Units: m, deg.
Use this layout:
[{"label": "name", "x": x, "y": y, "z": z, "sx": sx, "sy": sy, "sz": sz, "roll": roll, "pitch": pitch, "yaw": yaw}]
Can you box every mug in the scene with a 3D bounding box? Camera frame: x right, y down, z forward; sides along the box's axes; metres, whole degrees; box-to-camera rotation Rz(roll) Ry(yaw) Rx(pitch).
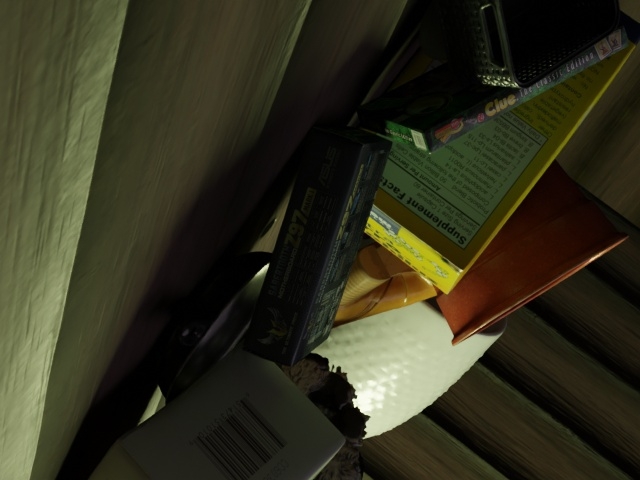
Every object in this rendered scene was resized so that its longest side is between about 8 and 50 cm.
[{"label": "mug", "x": 0.094, "y": 0.136, "z": 2.301, "sx": 0.328, "sy": 0.276, "sz": 0.374, "roll": -50, "pitch": -154, "yaw": 25}]

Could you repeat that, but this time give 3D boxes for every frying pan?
[{"label": "frying pan", "x": -0.126, "y": 0.100, "z": 1.344, "sx": 0.197, "sy": 0.053, "sz": 0.326, "roll": -57, "pitch": 171, "yaw": 22}]

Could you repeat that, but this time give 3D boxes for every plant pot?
[{"label": "plant pot", "x": 0.221, "y": -0.042, "z": 1.822, "sx": 0.272, "sy": 0.265, "sz": 0.272, "roll": -31, "pitch": 172, "yaw": -5}]

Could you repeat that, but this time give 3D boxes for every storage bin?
[{"label": "storage bin", "x": 0.206, "y": -0.237, "z": 1.358, "sx": 0.180, "sy": 0.084, "sz": 0.122, "roll": -33, "pitch": 120, "yaw": -33}]

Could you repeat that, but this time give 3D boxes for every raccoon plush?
[{"label": "raccoon plush", "x": -0.144, "y": 0.282, "z": 1.955, "sx": 0.446, "sy": 0.216, "sz": 0.299, "roll": -10, "pitch": 177, "yaw": -26}]

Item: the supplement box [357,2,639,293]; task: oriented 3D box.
[{"label": "supplement box", "x": 0.187, "y": -0.141, "z": 1.618, "sx": 0.356, "sy": 0.194, "sz": 0.195, "roll": -52, "pitch": 173, "yaw": -7}]

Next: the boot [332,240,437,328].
[{"label": "boot", "x": 0.054, "y": 0.068, "z": 1.929, "sx": 0.211, "sy": 0.104, "sz": 0.295, "roll": -32, "pitch": 165, "yaw": 33}]

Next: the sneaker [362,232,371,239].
[{"label": "sneaker", "x": 0.048, "y": -0.040, "z": 1.840, "sx": 0.071, "sy": 0.068, "sz": 0.170, "roll": -36, "pitch": 162, "yaw": -9}]

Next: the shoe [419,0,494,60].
[{"label": "shoe", "x": 0.164, "y": -0.250, "z": 1.441, "sx": 0.178, "sy": 0.063, "sz": 0.081, "roll": -56, "pitch": 169, "yaw": -12}]

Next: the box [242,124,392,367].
[{"label": "box", "x": 0.000, "y": 0.000, "z": 1.391, "sx": 0.183, "sy": 0.059, "sz": 0.232, "roll": -27, "pitch": 135, "yaw": -78}]

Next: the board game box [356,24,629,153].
[{"label": "board game box", "x": 0.178, "y": -0.170, "z": 1.428, "sx": 0.260, "sy": 0.030, "sz": 0.136, "roll": -29, "pitch": -151, "yaw": -20}]

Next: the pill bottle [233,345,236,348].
[{"label": "pill bottle", "x": -0.125, "y": 0.194, "z": 1.688, "sx": 0.086, "sy": 0.086, "sz": 0.152, "roll": -49, "pitch": 173, "yaw": -30}]

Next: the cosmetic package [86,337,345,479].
[{"label": "cosmetic package", "x": -0.162, "y": 0.295, "z": 1.446, "sx": 0.217, "sy": 0.156, "sz": 0.385, "roll": -37, "pitch": 171, "yaw": -45}]
